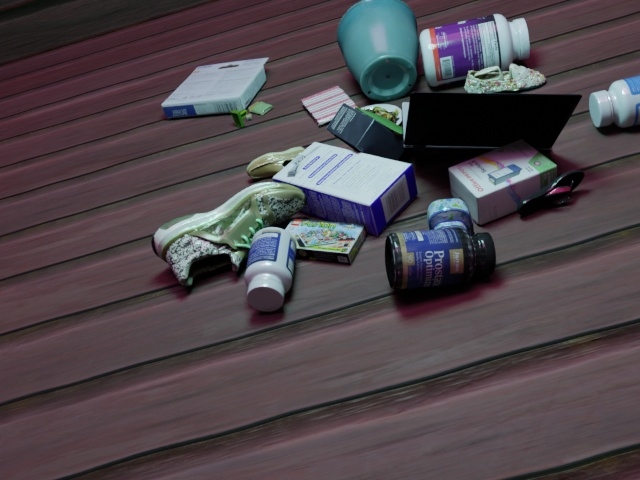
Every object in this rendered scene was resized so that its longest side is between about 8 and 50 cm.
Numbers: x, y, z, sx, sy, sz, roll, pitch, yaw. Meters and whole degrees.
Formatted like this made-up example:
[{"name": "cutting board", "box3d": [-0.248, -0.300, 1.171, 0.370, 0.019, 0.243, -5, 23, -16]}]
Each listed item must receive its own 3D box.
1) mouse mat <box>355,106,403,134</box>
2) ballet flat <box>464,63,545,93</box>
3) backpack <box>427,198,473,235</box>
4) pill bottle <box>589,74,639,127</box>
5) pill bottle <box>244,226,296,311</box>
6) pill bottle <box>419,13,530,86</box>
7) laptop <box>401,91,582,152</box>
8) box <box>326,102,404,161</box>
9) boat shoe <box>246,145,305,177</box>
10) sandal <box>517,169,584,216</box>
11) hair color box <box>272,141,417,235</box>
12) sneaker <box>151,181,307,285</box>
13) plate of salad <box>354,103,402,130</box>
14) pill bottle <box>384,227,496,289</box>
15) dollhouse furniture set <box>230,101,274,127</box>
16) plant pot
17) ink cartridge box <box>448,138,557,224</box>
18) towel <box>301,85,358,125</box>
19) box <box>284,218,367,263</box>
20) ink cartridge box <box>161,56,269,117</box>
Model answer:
[{"name": "mouse mat", "box3d": [0.192, -0.329, 1.929, 0.152, 0.007, 0.189, 36, 19, 25]}, {"name": "ballet flat", "box3d": [0.555, -0.491, 2.064, 0.240, 0.077, 0.091, -6, 37, 14]}, {"name": "backpack", "box3d": [0.295, -0.033, 1.549, 0.104, 0.114, 0.084, -7, 38, 12]}, {"name": "pill bottle", "box3d": [0.815, -0.360, 1.751, 0.221, 0.124, 0.124, -11, 37, 7]}, {"name": "pill bottle", "box3d": [-0.117, 0.068, 1.586, 0.111, 0.112, 0.187, -8, 41, 12]}, {"name": "pill bottle", "box3d": [0.481, -0.602, 2.147, 0.322, 0.182, 0.182, -10, 37, 10]}, {"name": "laptop", "box3d": [0.408, -0.356, 1.750, 0.381, 0.237, 0.408, 2, 37, 4]}, {"name": "box", "box3d": [0.128, -0.285, 1.888, 0.093, 0.156, 0.158, -56, 41, 6]}, {"name": "boat shoe", "box3d": [-0.122, -0.220, 2.003, 0.189, 0.068, 0.072, -21, 48, -6]}, {"name": "sandal", "box3d": [0.542, -0.102, 1.587, 0.179, 0.067, 0.040, -31, 46, -5]}, {"name": "hair color box", "box3d": [0.061, -0.143, 1.792, 0.338, 0.110, 0.185, 21, 52, 38]}, {"name": "sneaker", "box3d": [-0.208, -0.001, 1.725, 0.410, 0.158, 0.182, -25, 58, -6]}, {"name": "plate of salad", "box3d": [0.155, -0.377, 2.103, 0.199, 0.048, 0.200, -11, 37, 8]}, {"name": "pill bottle", "box3d": [0.253, 0.036, 1.457, 0.219, 0.123, 0.123, -5, 37, -4]}, {"name": "dollhouse furniture set", "box3d": [-0.240, -0.453, 2.350, 0.076, 0.059, 0.151, 21, 51, 39]}, {"name": "plant pot", "box3d": [0.201, -0.599, 2.213, 0.271, 0.272, 0.255, -12, 53, 7]}, {"name": "ink cartridge box", "box3d": [0.439, -0.143, 1.651, 0.212, 0.093, 0.154, -22, 38, -5]}, {"name": "towel", "box3d": [0.029, -0.444, 2.259, 0.144, 0.029, 0.197, -22, 39, -7]}, {"name": "box", "box3d": [0.000, 0.000, 1.692, 0.206, 0.036, 0.114, 5, 42, 27]}, {"name": "ink cartridge box", "box3d": [-0.378, -0.569, 2.549, 0.323, 0.072, 0.330, -1, 37, 22]}]
